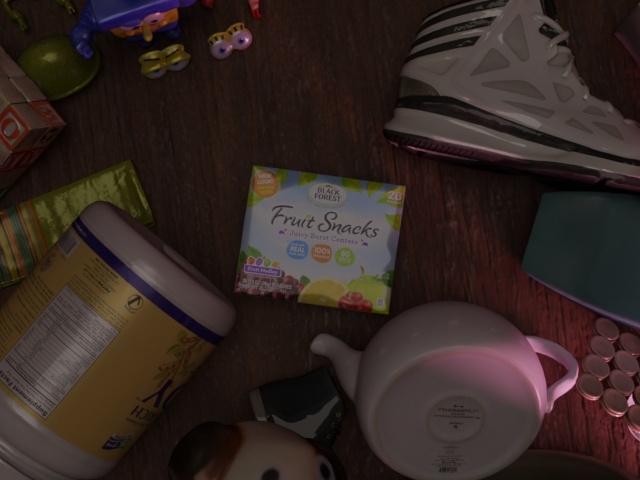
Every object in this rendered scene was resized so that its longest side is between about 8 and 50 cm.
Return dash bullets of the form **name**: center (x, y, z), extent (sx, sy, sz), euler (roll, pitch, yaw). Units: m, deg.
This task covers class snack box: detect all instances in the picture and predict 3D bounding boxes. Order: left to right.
- **snack box**: center (0.000, 0.000, 1.372), extent (0.207, 0.070, 0.175), euler (9, 87, 1)

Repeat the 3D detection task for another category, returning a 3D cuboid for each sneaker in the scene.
- **sneaker**: center (-0.003, 0.281, 1.347), extent (0.118, 0.083, 0.222), euler (-21, 85, 0)
- **sneaker**: center (0.323, -0.200, 1.323), extent (0.447, 0.169, 0.258), euler (14, 88, 7)

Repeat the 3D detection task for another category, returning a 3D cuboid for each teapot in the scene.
- **teapot**: center (0.162, 0.169, 1.308), extent (0.252, 0.187, 0.256), euler (-40, 113, 17)

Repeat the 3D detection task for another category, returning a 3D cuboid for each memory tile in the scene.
- **memory tile**: center (0.391, 0.173, 1.333), extent (0.113, 0.012, 0.148), euler (31, 45, 3)

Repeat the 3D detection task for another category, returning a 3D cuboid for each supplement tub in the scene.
- **supplement tub**: center (-0.293, 0.143, 1.286), extent (0.241, 0.241, 0.331), euler (40, 88, 4)

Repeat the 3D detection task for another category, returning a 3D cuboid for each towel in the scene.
- **towel**: center (-0.352, -0.023, 1.408), extent (0.237, 0.021, 0.102), euler (-22, 87, 0)

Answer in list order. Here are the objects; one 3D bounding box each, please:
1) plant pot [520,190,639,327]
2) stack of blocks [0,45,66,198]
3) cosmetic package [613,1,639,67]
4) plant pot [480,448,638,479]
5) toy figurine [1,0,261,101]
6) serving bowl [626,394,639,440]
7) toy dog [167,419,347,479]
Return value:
- **plant pot**: center (0.385, 0.026, 1.314), extent (0.234, 0.165, 0.166), euler (16, 89, 17)
- **stack of blocks**: center (-0.501, -0.204, 1.363), extent (0.171, 0.087, 0.297), euler (-43, 85, 21)
- **cosmetic package**: center (0.573, -0.194, 1.329), extent (0.197, 0.155, 0.366), euler (-35, 87, 2)
- **plant pot**: center (0.251, 0.449, 1.238), extent (0.323, 0.323, 0.281), euler (-11, 102, 1)
- **toy figurine**: center (-0.266, -0.320, 1.328), extent (0.362, 0.217, 0.191), euler (-16, 86, 0)
- **serving bowl**: center (0.443, 0.229, 1.366), extent (0.083, 0.027, 0.083), euler (0, 86, 2)
- **toy dog**: center (-0.104, 0.412, 1.206), extent (0.284, 0.395, 0.408), euler (21, 102, -25)
